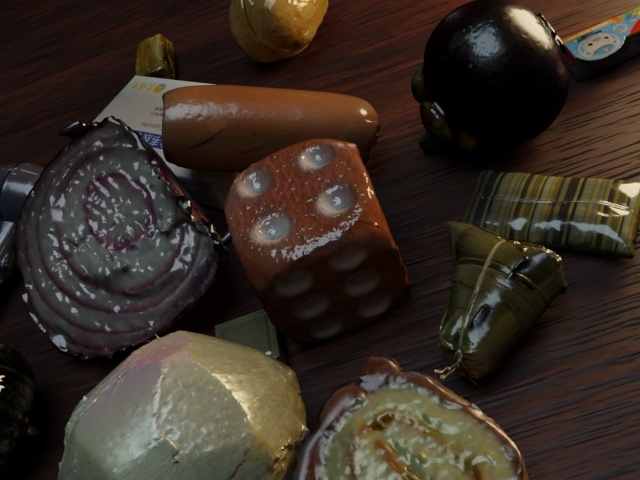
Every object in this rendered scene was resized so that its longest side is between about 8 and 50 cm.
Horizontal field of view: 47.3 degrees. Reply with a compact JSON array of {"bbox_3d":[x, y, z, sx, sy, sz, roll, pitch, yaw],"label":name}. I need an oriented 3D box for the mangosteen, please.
[{"bbox_3d":[0.204,-0.197,0.946,0.230,0.194,0.194,-38,40,26],"label":"mangosteen"}]

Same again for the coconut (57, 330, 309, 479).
[{"bbox_3d":[-0.120,0.197,0.709,0.230,0.227,0.227,-44,47,-8],"label":"coconut"}]

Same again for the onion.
[{"bbox_3d":[-0.275,0.009,1.001,0.280,0.146,0.314,-42,73,9],"label":"onion"}]

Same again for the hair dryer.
[{"bbox_3d":[-0.449,0.047,1.098,0.301,0.121,0.361,7,63,19],"label":"hair dryer"}]

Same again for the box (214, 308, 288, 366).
[{"bbox_3d":[-0.084,0.127,0.883,0.079,0.035,0.083,-19,45,8],"label":"box"}]

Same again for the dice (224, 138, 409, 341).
[{"bbox_3d":[0.000,0.000,0.859,0.174,0.175,0.179,-24,45,1],"label":"dice"}]

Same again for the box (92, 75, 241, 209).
[{"bbox_3d":[-0.235,-0.169,1.190,0.343,0.065,0.200,14,59,33],"label":"box"}]

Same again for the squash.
[{"bbox_3d":[-0.430,0.212,0.886,0.193,0.156,0.193,-11,66,27],"label":"squash"}]

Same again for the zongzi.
[{"bbox_3d":[0.148,0.065,0.807,0.189,0.081,0.178,-45,40,-14],"label":"zongzi"}]

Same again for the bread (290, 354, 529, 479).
[{"bbox_3d":[0.095,0.239,0.643,0.244,0.123,0.190,28,68,40],"label":"bread"}]

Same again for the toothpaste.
[{"bbox_3d":[0.435,-0.279,0.999,0.193,0.044,0.070,-23,47,5],"label":"toothpaste"}]

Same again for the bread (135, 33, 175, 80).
[{"bbox_3d":[-0.312,-0.334,1.382,0.074,0.053,0.132,-24,45,9],"label":"bread"}]

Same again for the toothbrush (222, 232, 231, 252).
[{"bbox_3d":[-0.083,-0.057,1.056,0.024,0.018,0.257,24,64,34],"label":"toothbrush"}]

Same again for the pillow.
[{"bbox_3d":[0.271,-0.037,0.864,0.203,0.038,0.113,7,55,30],"label":"pillow"}]

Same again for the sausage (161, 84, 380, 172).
[{"bbox_3d":[-0.068,-0.152,1.013,0.304,0.121,0.121,1,48,-5],"label":"sausage"}]

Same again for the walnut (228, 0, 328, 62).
[{"bbox_3d":[-0.071,-0.404,1.262,0.165,0.165,0.197,6,62,29],"label":"walnut"}]
